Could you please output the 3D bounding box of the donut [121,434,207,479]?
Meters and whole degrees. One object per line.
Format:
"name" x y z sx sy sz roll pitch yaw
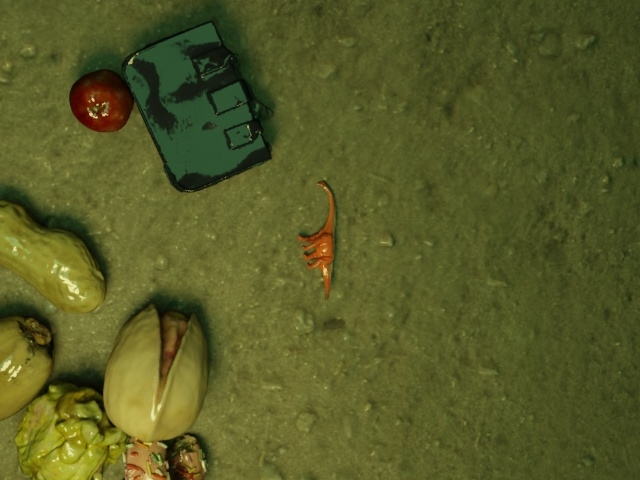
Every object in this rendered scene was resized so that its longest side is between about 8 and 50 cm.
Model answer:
"donut" -0.335 0.518 1.371 0.085 0.233 0.199 -20 63 18

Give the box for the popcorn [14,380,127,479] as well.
"popcorn" -0.530 0.427 1.343 0.259 0.259 0.212 -53 144 -2

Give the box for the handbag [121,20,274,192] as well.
"handbag" -0.252 -0.294 1.371 0.269 0.118 0.325 -22 101 -1

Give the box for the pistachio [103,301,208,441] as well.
"pistachio" -0.350 0.287 1.343 0.230 0.229 0.308 12 53 -12

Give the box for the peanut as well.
"peanut" -0.591 0.028 1.334 0.319 0.147 0.147 42 87 -7

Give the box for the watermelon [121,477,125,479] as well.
"watermelon" -0.377 0.682 1.419 0.293 0.283 0.250 13 110 -37

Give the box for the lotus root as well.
"lotus root" -0.705 0.303 1.328 0.183 0.183 0.310 40 94 -12

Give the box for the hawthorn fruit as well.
"hawthorn fruit" -0.467 -0.290 1.315 0.133 0.138 0.132 0 108 -1

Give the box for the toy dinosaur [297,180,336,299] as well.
"toy dinosaur" -0.002 0.000 1.482 0.102 0.055 0.279 -9 96 -19
